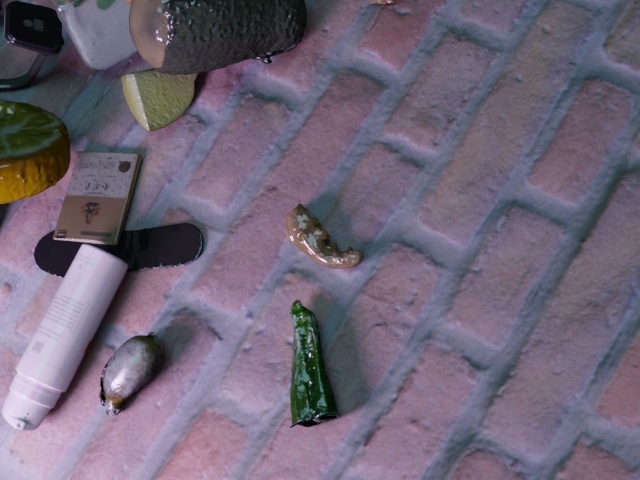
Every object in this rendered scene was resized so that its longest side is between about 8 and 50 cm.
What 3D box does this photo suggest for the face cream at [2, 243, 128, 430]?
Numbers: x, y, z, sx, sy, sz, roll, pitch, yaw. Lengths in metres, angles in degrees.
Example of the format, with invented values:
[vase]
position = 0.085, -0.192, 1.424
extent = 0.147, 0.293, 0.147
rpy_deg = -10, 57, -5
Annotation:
[face cream]
position = -0.471, 0.178, 1.641
extent = 0.102, 0.102, 0.345
rpy_deg = 22, 78, 18

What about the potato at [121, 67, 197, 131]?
[potato]
position = -0.316, -0.291, 1.816
extent = 0.149, 0.081, 0.120
rpy_deg = -18, 103, -29

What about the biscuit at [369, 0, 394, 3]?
[biscuit]
position = 0.123, -0.557, 1.809
extent = 0.082, 0.070, 0.168
rpy_deg = -7, 67, 2

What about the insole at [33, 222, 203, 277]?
[insole]
position = -0.394, 0.017, 1.737
extent = 0.349, 0.009, 0.119
rpy_deg = -5, 71, 10

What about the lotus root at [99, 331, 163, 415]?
[lotus root]
position = -0.343, 0.236, 1.609
extent = 0.088, 0.088, 0.165
rpy_deg = 37, 91, 21

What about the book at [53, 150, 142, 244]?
[book]
position = -0.440, -0.087, 1.773
extent = 0.139, 0.016, 0.198
rpy_deg = 4, 67, 14

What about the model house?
[model house]
position = -0.449, -0.555, 1.871
extent = 0.267, 0.194, 0.325
rpy_deg = -31, 57, -11

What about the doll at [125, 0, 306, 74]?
[doll]
position = -0.198, -0.449, 1.731
extent = 0.350, 0.247, 0.247
rpy_deg = -8, 66, -20

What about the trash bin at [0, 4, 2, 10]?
[trash bin]
position = -0.825, -0.516, 1.956
extent = 0.226, 0.115, 0.165
rpy_deg = -26, 47, -3

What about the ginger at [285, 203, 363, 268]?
[ginger]
position = -0.001, 0.003, 1.641
extent = 0.173, 0.051, 0.069
rpy_deg = 39, 87, 17

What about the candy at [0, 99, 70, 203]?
[candy]
position = -0.615, -0.174, 1.748
extent = 0.260, 0.118, 0.260
rpy_deg = -1, 38, 1

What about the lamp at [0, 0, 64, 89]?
[lamp]
position = -0.656, -0.416, 1.890
extent = 0.283, 0.124, 0.203
rpy_deg = -28, 57, 35

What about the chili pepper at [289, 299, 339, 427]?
[chili pepper]
position = -0.028, 0.208, 1.564
extent = 0.088, 0.059, 0.226
rpy_deg = -15, 66, 11
